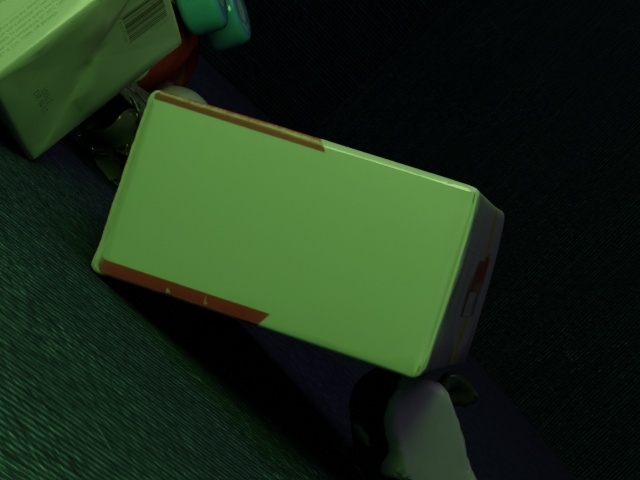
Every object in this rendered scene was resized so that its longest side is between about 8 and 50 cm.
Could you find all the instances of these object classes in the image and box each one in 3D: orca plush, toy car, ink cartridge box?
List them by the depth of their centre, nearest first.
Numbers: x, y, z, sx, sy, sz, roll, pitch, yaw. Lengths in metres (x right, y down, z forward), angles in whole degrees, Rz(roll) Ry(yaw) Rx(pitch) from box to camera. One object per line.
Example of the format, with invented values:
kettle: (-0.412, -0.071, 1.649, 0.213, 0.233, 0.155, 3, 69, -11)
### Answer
ink cartridge box: (0.000, 0.000, 1.663, 0.279, 0.160, 0.385, 17, 0, 9)
orca plush: (0.081, 0.190, 1.737, 0.102, 0.151, 0.287, 11, -13, 33)
toy car: (-0.175, -0.141, 2.012, 0.210, 0.219, 0.238, 15, 59, -80)

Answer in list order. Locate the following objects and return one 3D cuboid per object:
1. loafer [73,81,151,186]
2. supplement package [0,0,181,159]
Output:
loafer: (-0.218, -0.130, 1.882, 0.267, 0.096, 0.084, 55, 21, -8)
supplement package: (-0.282, -0.250, 1.627, 0.293, 0.175, 0.177, 47, -11, 16)
